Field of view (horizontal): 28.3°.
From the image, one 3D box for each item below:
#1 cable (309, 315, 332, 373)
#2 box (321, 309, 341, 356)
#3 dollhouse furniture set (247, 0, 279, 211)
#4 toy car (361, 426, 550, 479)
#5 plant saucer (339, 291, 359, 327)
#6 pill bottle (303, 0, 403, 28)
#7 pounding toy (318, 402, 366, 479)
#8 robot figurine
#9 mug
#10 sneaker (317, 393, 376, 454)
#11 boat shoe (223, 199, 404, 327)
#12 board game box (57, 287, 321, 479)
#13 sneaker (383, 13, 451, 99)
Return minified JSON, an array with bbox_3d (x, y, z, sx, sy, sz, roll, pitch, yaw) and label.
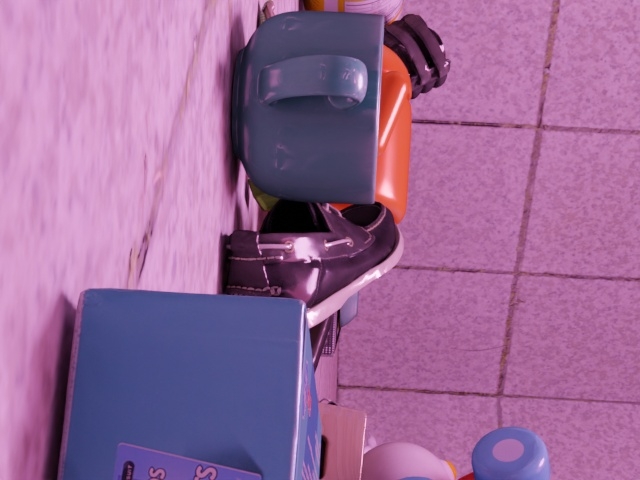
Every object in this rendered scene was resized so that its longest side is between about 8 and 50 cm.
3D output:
[{"bbox_3d":[-0.048,0.119,0.973,0.139,0.072,0.287,101,8,-46],"label":"cable"},{"bbox_3d":[0.000,-0.006,1.576,0.216,0.060,0.270,-58,151,-86],"label":"box"},{"bbox_3d":[-0.040,-0.103,0.989,0.076,0.058,0.152,60,13,-72],"label":"dollhouse furniture set"},{"bbox_3d":[0.114,0.267,1.288,0.238,0.210,0.219,45,-25,52],"label":"toy car"},{"bbox_3d":[0.038,0.049,1.567,0.119,0.021,0.119,3,90,-87],"label":"plant saucer"},{"bbox_3d":[0.037,-0.305,1.417,0.215,0.117,0.117,89,5,-60],"label":"pill bottle"},{"bbox_3d":[-0.019,0.238,1.249,0.130,0.100,0.141,120,-21,-63],"label":"pounding toy"},{"bbox_3d":[0.018,-0.087,1.113,0.158,0.128,0.220,63,29,-71],"label":"robot figurine"},{"bbox_3d":[-0.008,-0.099,0.852,0.158,0.097,0.129,89,5,-52],"label":"mug"},{"bbox_3d":[0.015,0.252,1.698,0.115,0.105,0.281,65,-10,-2],"label":"sneaker"},{"bbox_3d":[0.000,0.000,0.916,0.233,0.084,0.079,-32,111,-62],"label":"boat shoe"},{"bbox_3d":[-0.050,0.212,0.480,0.254,0.079,0.336,85,8,-73],"label":"board game box"},{"bbox_3d":[0.059,-0.182,1.340,0.105,0.146,0.296,60,10,-4],"label":"sneaker"}]
